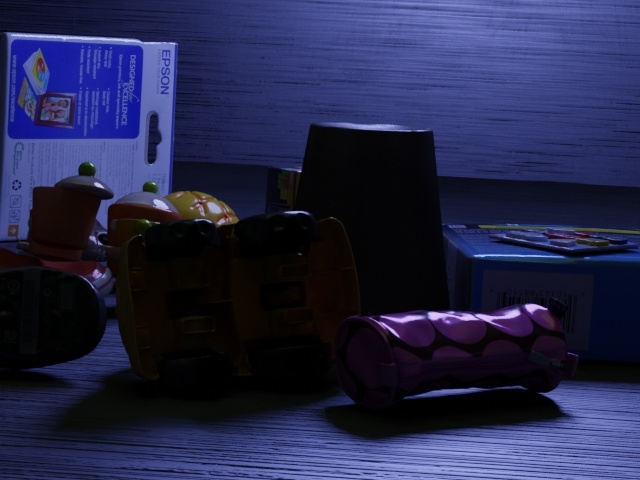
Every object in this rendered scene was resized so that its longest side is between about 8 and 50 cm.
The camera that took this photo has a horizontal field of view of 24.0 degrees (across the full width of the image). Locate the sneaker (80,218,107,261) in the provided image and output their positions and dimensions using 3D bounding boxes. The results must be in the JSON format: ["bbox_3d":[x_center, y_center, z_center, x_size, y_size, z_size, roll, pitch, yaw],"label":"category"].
[{"bbox_3d":[-0.319,0.002,2.063,0.071,0.066,0.188,19,11,-7],"label":"sneaker"}]

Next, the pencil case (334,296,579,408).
[{"bbox_3d":[0.120,0.101,1.322,0.209,0.095,0.098,-4,25,-30],"label":"pencil case"}]

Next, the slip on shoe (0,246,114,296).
[{"bbox_3d":[-0.377,0.034,1.588,0.331,0.101,0.123,1,6,-24],"label":"slip on shoe"}]

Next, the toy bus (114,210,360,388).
[{"bbox_3d":[-0.104,0.059,1.402,0.220,0.149,0.211,-4,-3,-28],"label":"toy bus"}]

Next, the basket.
[{"bbox_3d":[0.049,-0.006,1.564,0.204,0.226,0.154,7,9,25],"label":"basket"}]

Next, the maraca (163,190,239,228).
[{"bbox_3d":[-0.144,-0.003,1.997,0.186,0.099,0.127,28,5,-12],"label":"maraca"}]

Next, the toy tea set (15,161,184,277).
[{"bbox_3d":[-0.250,-0.032,1.755,0.200,0.124,0.336,9,-9,-10],"label":"toy tea set"}]

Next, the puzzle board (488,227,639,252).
[{"bbox_3d":[0.255,-0.002,1.586,0.096,0.011,0.128,-3,8,-35],"label":"puzzle board"}]

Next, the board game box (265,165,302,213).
[{"bbox_3d":[0.000,0.000,1.715,0.141,0.170,0.048,-3,11,-43],"label":"board game box"}]

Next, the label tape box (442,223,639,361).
[{"bbox_3d":[0.261,0.049,1.680,0.249,0.115,0.347,2,5,-3],"label":"label tape box"}]

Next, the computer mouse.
[{"bbox_3d":[-0.330,0.041,1.373,0.262,0.184,0.060,-2,-27,-12],"label":"computer mouse"}]

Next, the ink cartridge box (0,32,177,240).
[{"bbox_3d":[-0.361,-0.155,2.263,0.307,0.303,0.072,-3,10,-44],"label":"ink cartridge box"}]
